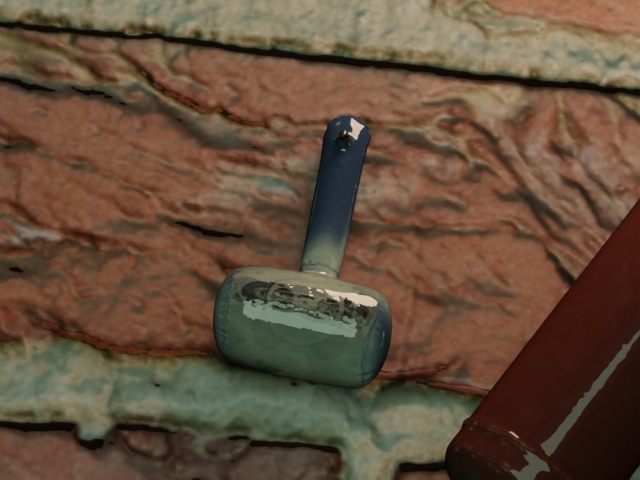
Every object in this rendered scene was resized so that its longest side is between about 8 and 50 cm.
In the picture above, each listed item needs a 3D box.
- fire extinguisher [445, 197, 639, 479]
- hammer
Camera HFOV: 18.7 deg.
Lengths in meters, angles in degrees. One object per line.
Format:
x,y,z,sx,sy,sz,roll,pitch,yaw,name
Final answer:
0.177,0.120,1.231,0.147,0.106,0.337,42,77,-14,fire extinguisher
0.000,0.000,1.285,0.116,0.069,0.194,10,65,3,hammer
